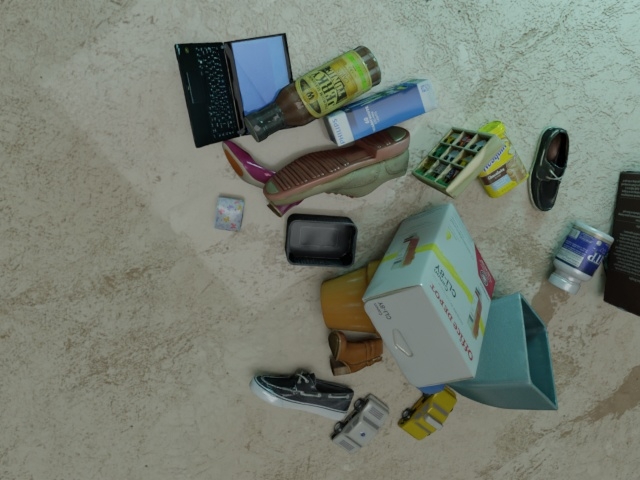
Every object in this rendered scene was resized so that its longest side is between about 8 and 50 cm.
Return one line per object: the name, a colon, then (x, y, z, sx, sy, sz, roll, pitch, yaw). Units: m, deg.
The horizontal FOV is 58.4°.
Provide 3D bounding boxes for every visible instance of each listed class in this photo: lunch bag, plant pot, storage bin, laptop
lunch bag: (-0.235, -0.070, 1.481, 0.071, 0.053, 0.083, 7, 113, -7)
plant pot: (0.104, 0.160, 1.521, 0.188, 0.205, 0.205, -7, 106, 11)
storage bin: (0.000, 0.000, 1.512, 0.180, 0.084, 0.122, 4, 104, -7)
laptop: (-0.189, -0.362, 1.365, 0.137, 0.264, 0.234, 0, 108, 31)
plant pot: (0.465, 0.320, 1.547, 0.252, 0.247, 0.248, -17, 143, 31)

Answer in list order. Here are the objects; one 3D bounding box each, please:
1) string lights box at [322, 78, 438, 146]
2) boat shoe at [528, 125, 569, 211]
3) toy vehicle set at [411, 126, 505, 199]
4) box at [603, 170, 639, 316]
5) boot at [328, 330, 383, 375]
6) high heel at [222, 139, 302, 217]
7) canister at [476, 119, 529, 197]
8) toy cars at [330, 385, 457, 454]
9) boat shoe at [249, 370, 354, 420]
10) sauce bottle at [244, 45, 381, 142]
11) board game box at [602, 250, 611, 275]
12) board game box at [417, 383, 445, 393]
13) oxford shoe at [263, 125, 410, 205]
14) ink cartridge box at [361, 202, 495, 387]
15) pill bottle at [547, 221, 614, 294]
string lights box: (0.143, -0.319, 1.419, 0.260, 0.133, 0.076, -21, 108, -2)
boat shoe: (0.620, -0.188, 1.544, 0.084, 0.079, 0.233, 1, 106, -9)
toy vehicle set: (0.328, -0.197, 1.407, 0.035, 0.267, 0.166, 40, 96, -16)
box: (0.901, 0.008, 1.548, 0.143, 0.191, 0.381, 5, 98, -6)
boot: (0.102, 0.296, 1.587, 0.152, 0.073, 0.197, -14, 141, -11)
high heel: (-0.137, -0.182, 1.462, 0.244, 0.082, 0.117, 47, 71, -5)
canister: (0.462, -0.213, 1.520, 0.126, 0.073, 0.170, -35, 108, 3)
toy cars: (0.221, 0.534, 1.679, 0.394, 0.087, 0.176, -10, 105, -4)
boat shoe: (-0.047, 0.416, 1.605, 0.301, 0.108, 0.102, 21, 101, -14)
sauce bottle: (-0.018, -0.345, 1.378, 0.344, 0.111, 0.111, -33, 106, -9)
board game box: (0.924, 0.064, 1.674, 0.186, 0.026, 0.126, -22, 106, -1)
board game box: (0.318, 0.357, 1.664, 0.133, 0.033, 0.168, 28, 78, -19)
oxford shoe: (0.054, -0.152, 1.434, 0.397, 0.140, 0.146, -21, 128, -10)
ink cartridge box: (0.284, 0.127, 1.416, 0.160, 0.384, 0.279, -20, 111, 34)
pill bottle: (0.721, 0.052, 1.601, 0.112, 0.112, 0.186, 23, 101, -12)
